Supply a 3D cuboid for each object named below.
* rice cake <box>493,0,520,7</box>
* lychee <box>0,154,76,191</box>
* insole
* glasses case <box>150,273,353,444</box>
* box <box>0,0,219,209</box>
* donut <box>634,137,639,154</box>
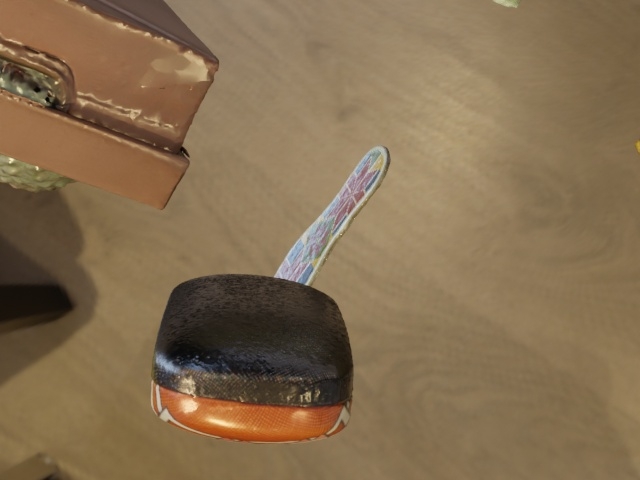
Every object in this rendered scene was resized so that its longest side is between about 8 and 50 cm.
[{"bbox_3d":[0.043,-0.199,0.605,0.038,0.124,0.211,-30,58,41],"label":"rice cake"},{"bbox_3d":[-0.330,-0.189,1.855,0.274,0.255,0.255,-20,92,-3],"label":"lychee"},{"bbox_3d":[0.000,0.000,1.269,0.006,0.065,0.193,27,109,-26],"label":"insole"},{"bbox_3d":[-0.038,0.060,0.838,0.103,0.267,0.067,7,96,-3],"label":"glasses case"},{"bbox_3d":[-0.183,-0.124,0.790,0.215,0.215,0.086,20,105,-30],"label":"box"},{"bbox_3d":[0.391,-0.083,1.546,0.140,0.140,0.059,-4,61,21],"label":"donut"}]
